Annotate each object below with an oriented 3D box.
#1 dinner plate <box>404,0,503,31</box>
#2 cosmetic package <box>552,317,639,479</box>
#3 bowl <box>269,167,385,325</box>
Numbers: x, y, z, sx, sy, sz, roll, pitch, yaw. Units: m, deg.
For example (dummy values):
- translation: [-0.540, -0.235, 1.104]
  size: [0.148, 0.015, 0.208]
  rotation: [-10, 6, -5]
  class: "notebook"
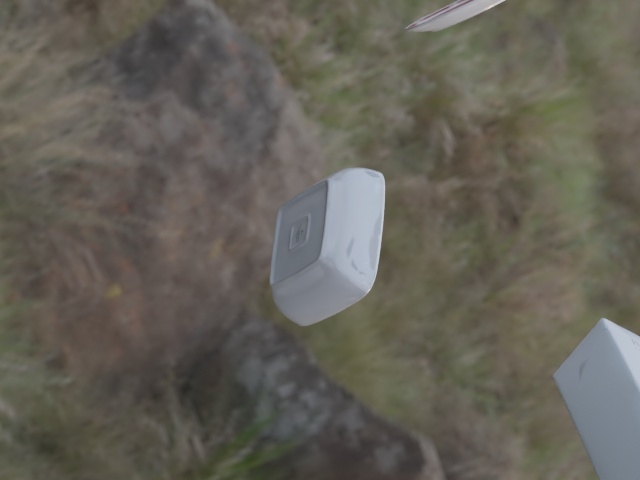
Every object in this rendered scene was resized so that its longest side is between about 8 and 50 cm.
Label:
- translation: [0.151, -0.235, 1.856]
  size: [0.017, 0.141, 0.141]
  rotation: [65, 26, -9]
  class: "dinner plate"
- translation: [0.432, 0.258, 1.841]
  size: [0.377, 0.097, 0.284]
  rotation: [27, 26, -25]
  class: "cosmetic package"
- translation: [0.000, 0.000, 1.791]
  size: [0.053, 0.142, 0.142]
  rotation: [23, 60, -28]
  class: "bowl"
